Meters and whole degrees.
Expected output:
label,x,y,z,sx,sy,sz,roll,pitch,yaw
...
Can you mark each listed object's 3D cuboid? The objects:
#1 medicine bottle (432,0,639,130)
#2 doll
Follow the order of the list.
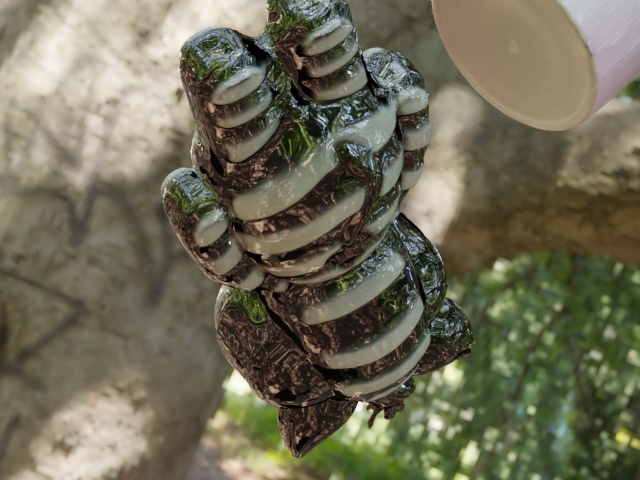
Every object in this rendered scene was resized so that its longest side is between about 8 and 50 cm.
label,x,y,z,sx,sy,sz,roll,pitch,yaw
medicine bottle,0.293,-0.286,1.641,0.256,0.325,0.256,39,-27,24
doll,0.000,0.000,0.538,0.067,0.091,0.219,48,-15,35
